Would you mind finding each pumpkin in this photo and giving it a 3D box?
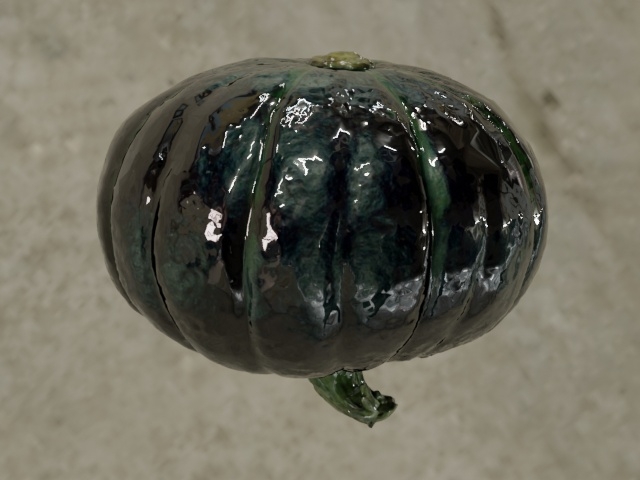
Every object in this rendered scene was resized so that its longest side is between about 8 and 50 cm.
[{"bbox_3d":[0.000,-0.013,0.819,0.194,0.150,0.194,28,7,-4],"label":"pumpkin"}]
